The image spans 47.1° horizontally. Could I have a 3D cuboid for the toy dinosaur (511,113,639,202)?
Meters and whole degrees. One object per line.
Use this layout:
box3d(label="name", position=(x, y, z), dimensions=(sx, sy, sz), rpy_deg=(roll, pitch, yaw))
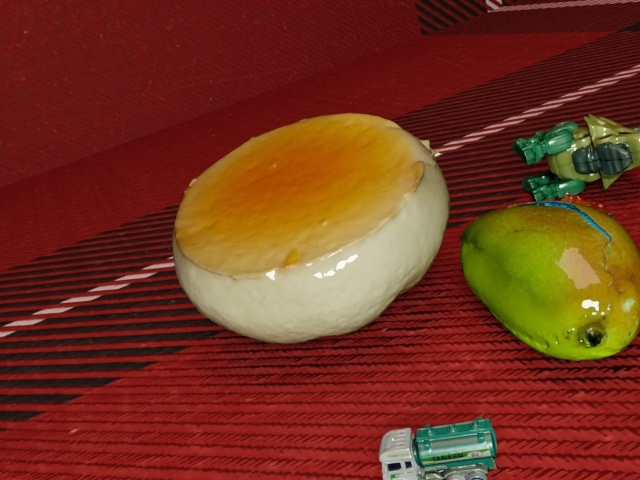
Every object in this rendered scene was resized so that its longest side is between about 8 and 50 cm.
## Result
box3d(label="toy dinosaur", position=(0.315, -0.112, 0.931), dimensions=(0.153, 0.094, 0.259), rpy_deg=(-17, 13, 2))

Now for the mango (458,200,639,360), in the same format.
box3d(label="mango", position=(0.197, 0.022, 0.641), dimensions=(0.125, 0.111, 0.233), rpy_deg=(-13, 19, -5))

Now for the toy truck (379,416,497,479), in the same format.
box3d(label="toy truck", position=(0.081, 0.148, 0.508), dimensions=(0.083, 0.044, 0.039), rpy_deg=(-11, 18, 14))

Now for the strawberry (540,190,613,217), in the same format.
box3d(label="strawberry", position=(0.237, -0.004, 0.773), dimensions=(0.152, 0.048, 0.104), rpy_deg=(-17, 20, 51))

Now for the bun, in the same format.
box3d(label="bun", position=(0.000, 0.000, 0.780), dimensions=(0.299, 0.165, 0.299), rpy_deg=(-14, 38, 12))
